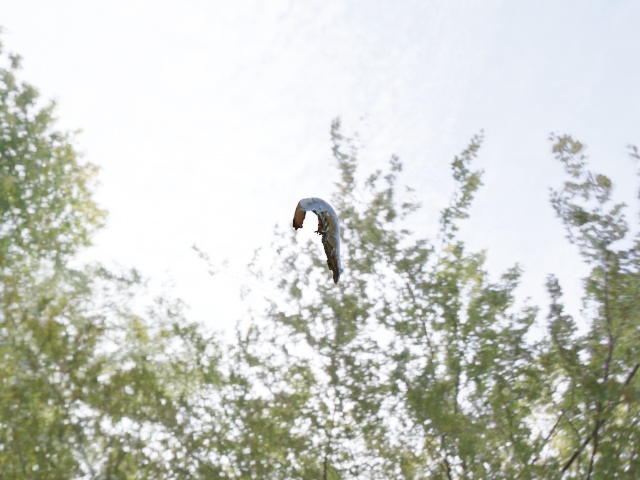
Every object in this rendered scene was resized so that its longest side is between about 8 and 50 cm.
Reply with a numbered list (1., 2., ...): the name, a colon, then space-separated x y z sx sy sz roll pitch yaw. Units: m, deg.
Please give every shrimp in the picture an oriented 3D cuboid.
1. shrimp: 0.000 0.000 0.879 0.025 0.091 0.127 -23 -104 38
